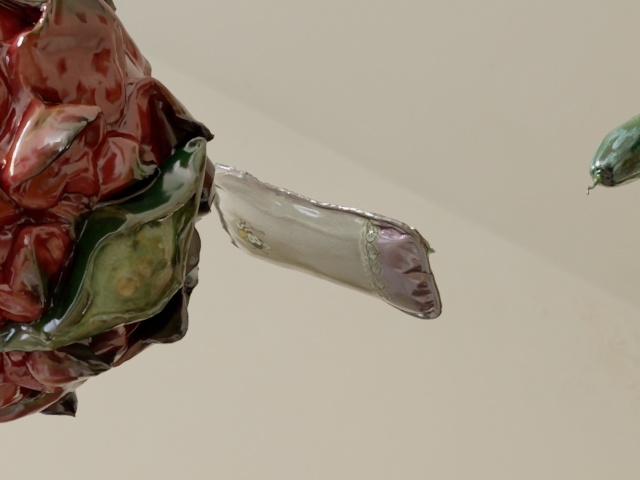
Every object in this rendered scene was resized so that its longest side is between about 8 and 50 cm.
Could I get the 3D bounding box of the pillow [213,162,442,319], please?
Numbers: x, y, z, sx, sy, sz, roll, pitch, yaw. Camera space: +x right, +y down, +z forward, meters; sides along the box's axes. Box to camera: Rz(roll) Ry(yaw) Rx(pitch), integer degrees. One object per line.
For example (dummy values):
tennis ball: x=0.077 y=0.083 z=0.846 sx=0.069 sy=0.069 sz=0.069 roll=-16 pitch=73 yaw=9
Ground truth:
pillow: x=0.000 y=0.000 z=1.080 sx=0.232 sy=0.038 sz=0.131 roll=18 pitch=-31 yaw=29

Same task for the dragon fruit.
dragon fruit: x=-0.177 y=-0.035 z=0.579 sx=0.233 sy=0.293 sz=0.234 roll=-20 pitch=-54 yaw=-30

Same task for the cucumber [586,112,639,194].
cucumber: x=0.226 y=-0.071 z=0.834 sx=0.039 sy=0.168 sz=0.039 roll=38 pitch=-39 yaw=38
